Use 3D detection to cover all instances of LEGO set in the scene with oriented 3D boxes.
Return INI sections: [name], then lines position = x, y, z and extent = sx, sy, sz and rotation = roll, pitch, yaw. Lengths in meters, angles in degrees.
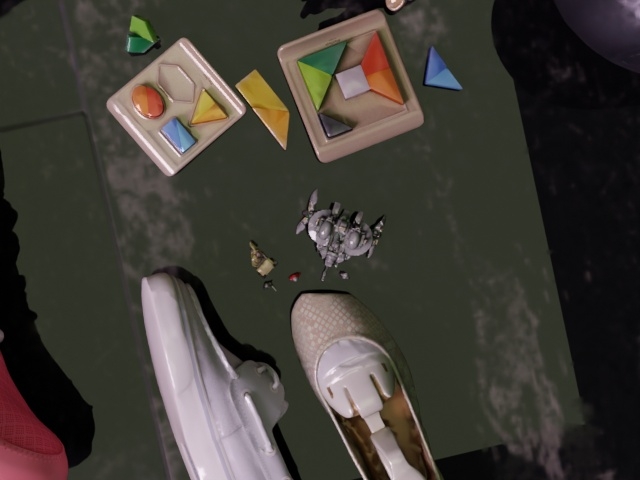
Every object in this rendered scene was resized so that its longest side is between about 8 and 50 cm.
[LEGO set]
position = 0.000, 0.003, 0.607
extent = 0.083, 0.023, 0.054
rotation = -39, 94, -2

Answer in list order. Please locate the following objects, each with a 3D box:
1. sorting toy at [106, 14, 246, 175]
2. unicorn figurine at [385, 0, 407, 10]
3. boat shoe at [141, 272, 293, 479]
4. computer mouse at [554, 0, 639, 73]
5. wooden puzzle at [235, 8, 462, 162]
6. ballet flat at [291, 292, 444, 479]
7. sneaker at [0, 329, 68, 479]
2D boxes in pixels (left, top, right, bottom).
[sorting toy]
position = -0.091, -0.087, 0.604
extent = 0.062, 0.012, 0.083
rotation = -41, 94, -1
[unicorn figurine]
position = 0.064, -0.175, 0.574
extent = 0.111, 0.162, 0.060
rotation = -33, 99, 25
[boat shoe]
position = -0.048, 0.100, 0.590
extent = 0.063, 0.066, 0.184
rotation = -20, 90, -17
[computer mouse]
position = 0.256, -0.154, 0.537
extent = 0.272, 0.072, 0.189
rotation = -4, 78, -1
[wooden puzzle]
position = 0.017, -0.089, 0.611
extent = 0.116, 0.014, 0.079
rotation = -28, 93, -3
[ballet flat]
position = 0.036, 0.102, 0.598
extent = 0.057, 0.052, 0.168
rotation = -28, 93, -2
[sneaker]
position = -0.223, 0.005, 0.548
extent = 0.136, 0.116, 0.314
rotation = -42, 94, -3
